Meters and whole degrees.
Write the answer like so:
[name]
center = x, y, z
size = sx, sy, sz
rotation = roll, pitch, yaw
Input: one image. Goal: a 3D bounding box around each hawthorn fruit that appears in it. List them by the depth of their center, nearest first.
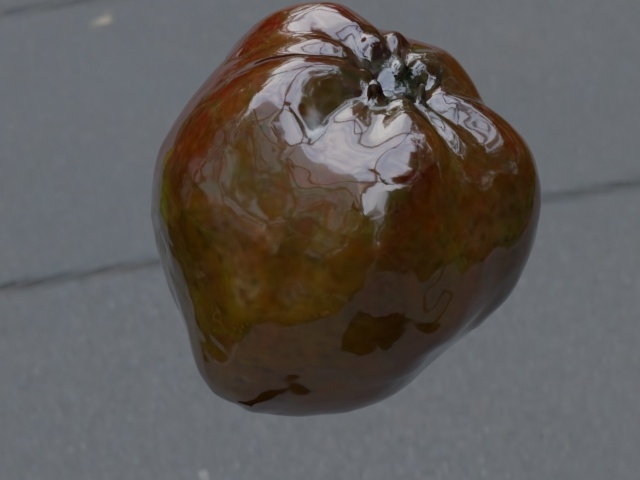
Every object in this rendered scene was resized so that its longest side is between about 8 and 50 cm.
[hawthorn fruit]
center = 0.000, 0.000, 1.076
size = 0.208, 0.248, 0.208
rotation = 16, 40, -13
